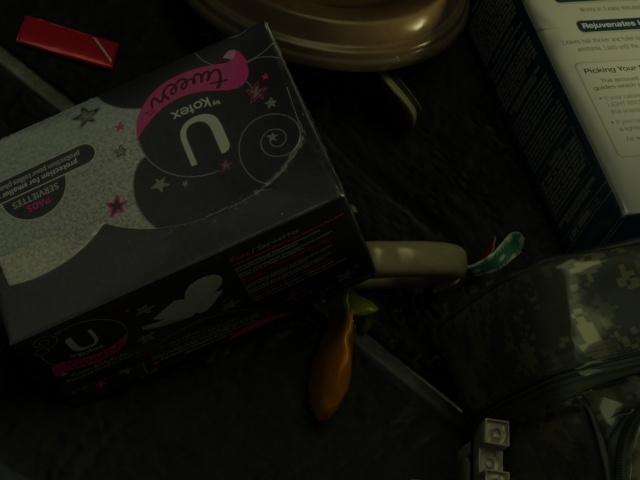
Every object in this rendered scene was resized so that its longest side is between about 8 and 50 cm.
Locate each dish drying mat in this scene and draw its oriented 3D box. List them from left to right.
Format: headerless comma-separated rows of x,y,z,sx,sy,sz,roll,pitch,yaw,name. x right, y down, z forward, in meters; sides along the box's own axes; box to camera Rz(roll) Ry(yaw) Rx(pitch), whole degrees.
-0.214,-0.168,1.352,0.083,0.008,0.032,17,54,-8,dish drying mat

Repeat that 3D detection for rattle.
0.081,0.061,1.262,0.200,0.130,0.142,8,61,-47,rattle

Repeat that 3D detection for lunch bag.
0.275,0.130,1.203,0.305,0.212,0.256,-10,77,-24,lunch bag

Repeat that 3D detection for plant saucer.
0.002,-0.248,1.426,0.278,0.041,0.278,9,42,-8,plant saucer

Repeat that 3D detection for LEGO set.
0.078,0.242,1.121,0.087,0.093,0.227,10,64,-16,LEGO set

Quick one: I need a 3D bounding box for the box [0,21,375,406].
-0.110,-0.018,1.140,0.247,0.142,0.163,-23,64,-1,box

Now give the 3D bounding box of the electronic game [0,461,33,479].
-0.255,0.237,1.029,0.229,0.048,0.229,10,53,-14,electronic game

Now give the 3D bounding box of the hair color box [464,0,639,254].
0.257,-0.145,1.441,0.174,0.105,0.347,-6,59,-23,hair color box

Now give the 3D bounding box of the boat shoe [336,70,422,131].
0.041,-0.160,1.407,0.049,0.056,0.152,-34,72,-29,boat shoe

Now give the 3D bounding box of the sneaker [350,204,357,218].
0.000,0.000,1.301,0.083,0.032,0.037,-28,83,-28,sneaker
